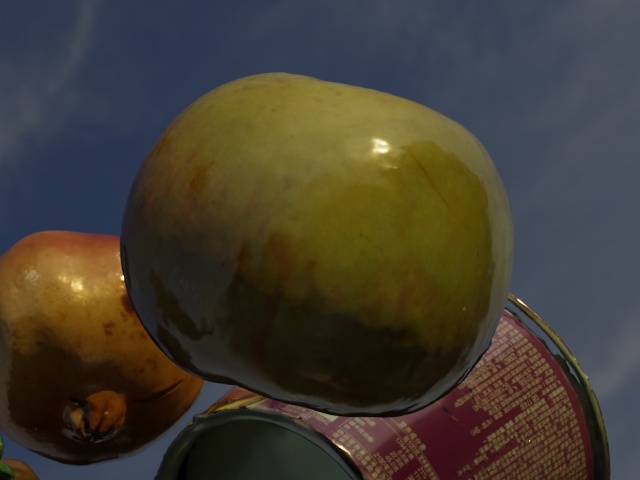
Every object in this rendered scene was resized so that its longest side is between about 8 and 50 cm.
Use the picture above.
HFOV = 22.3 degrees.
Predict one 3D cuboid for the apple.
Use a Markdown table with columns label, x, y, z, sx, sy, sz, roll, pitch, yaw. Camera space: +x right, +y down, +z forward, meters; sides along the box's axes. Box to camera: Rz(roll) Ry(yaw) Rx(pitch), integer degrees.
| label | x | y | z | sx | sy | sz | roll | pitch | yaw |
| --- | --- | --- | --- | --- | --- | --- | --- | --- | --- |
| apple | 0.000 | 0.000 | 1.001 | 0.261 | 0.261 | 0.194 | 14 | -85 | -43 |

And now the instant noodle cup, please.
| label | x | y | z | sx | sy | sz | roll | pitch | yaw |
| --- | --- | --- | --- | --- | --- | --- | --- | --- | --- |
| instant noodle cup | 0.037 | 0.215 | 1.357 | 0.266 | 0.340 | 0.340 | -28 | -42 | -52 |

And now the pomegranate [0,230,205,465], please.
| label | x | y | z | sx | sy | sz | roll | pitch | yaw |
| --- | --- | --- | --- | --- | --- | --- | --- | --- | --- |
| pomegranate | -0.204 | 0.090 | 1.379 | 0.209 | 0.209 | 0.209 | -20 | -50 | -26 |

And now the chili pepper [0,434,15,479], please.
| label | x | y | z | sx | sy | sz | roll | pitch | yaw |
| --- | --- | --- | --- | --- | --- | --- | --- | --- | --- |
| chili pepper | -0.284 | 0.108 | 0.956 | 0.074 | 0.257 | 0.100 | -60 | -23 | -43 |

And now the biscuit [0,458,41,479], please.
| label | x | y | z | sx | sy | sz | roll | pitch | yaw |
| --- | --- | --- | --- | --- | --- | --- | --- | --- | --- |
| biscuit | -0.341 | 0.276 | 1.226 | 0.366 | 0.115 | 0.268 | -30 | -27 | 23 |
